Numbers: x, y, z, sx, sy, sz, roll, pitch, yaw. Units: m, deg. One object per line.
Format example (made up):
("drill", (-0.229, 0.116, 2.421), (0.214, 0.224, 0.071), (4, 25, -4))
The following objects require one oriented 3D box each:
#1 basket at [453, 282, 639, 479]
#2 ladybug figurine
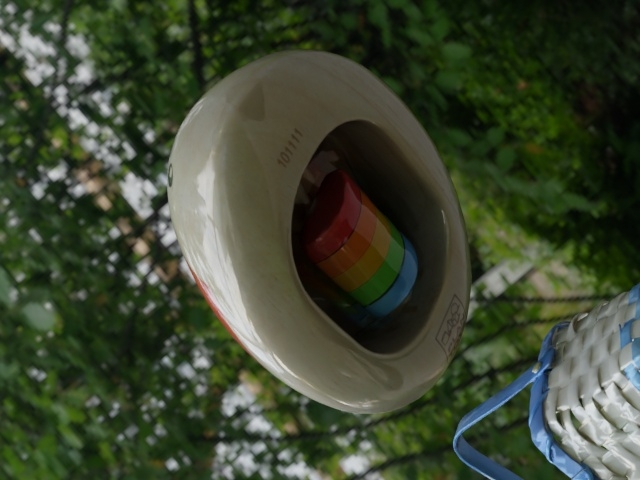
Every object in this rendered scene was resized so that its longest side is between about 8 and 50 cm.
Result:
("basket", (0.301, 0.192, 1.209), (0.254, 0.289, 0.201), (35, -144, -7))
("ladybug figurine", (0.000, 0.000, 1.243), (0.161, 0.305, 0.449), (6, 149, 39))
